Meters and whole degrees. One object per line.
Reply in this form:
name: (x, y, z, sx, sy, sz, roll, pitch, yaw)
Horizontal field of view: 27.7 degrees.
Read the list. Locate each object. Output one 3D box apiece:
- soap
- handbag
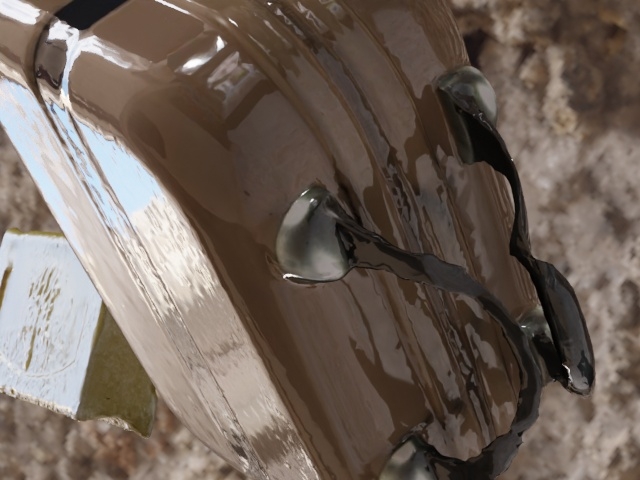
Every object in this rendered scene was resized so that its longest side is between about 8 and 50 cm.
soap: (-0.268, 0.089, 1.400, 0.091, 0.315, 0.199, 13, -94, -33)
handbag: (0.000, 0.000, 0.577, 0.149, 0.283, 0.302, -41, -49, -25)
